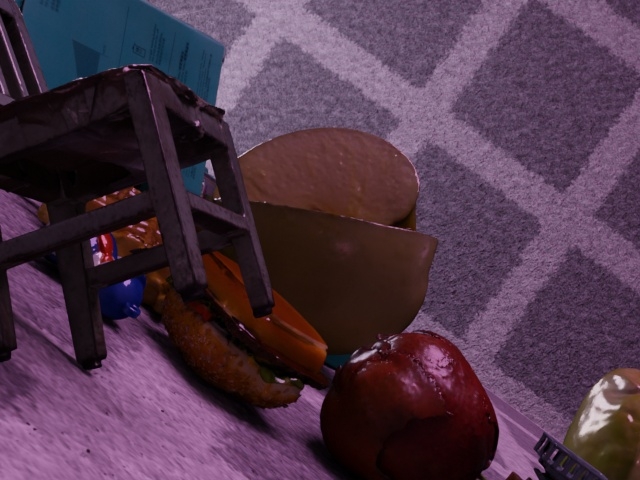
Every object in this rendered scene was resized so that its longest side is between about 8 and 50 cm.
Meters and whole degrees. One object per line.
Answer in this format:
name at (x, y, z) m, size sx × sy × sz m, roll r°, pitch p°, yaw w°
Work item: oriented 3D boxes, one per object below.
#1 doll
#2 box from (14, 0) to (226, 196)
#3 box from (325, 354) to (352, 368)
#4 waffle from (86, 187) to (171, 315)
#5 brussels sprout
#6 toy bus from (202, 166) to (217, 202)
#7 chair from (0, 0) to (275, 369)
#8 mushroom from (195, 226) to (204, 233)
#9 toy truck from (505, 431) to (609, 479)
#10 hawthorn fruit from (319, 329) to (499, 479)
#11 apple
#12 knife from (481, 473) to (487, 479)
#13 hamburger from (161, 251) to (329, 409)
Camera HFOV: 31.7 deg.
doll at (-0.185, 0.019, 0.916) m, size 0.143 × 0.057 × 0.099 m, roll 45°, pitch 10°, yaw 37°
box at (-0.260, -0.180, 1.280) m, size 0.118 × 0.205 × 0.311 m, roll -4°, pitch -16°, yaw 38°
box at (0.011, 0.135, 1.565) m, size 0.161 × 0.042 × 0.226 m, roll 38°, pitch 3°, yaw 43°
waffle at (-0.169, 0.013, 1.136) m, size 0.293 × 0.069 × 0.260 m, roll 38°, pitch 7°, yaw 28°
brussels sprout at (0.421, 0.315, 1.441) m, size 0.227 × 0.294 × 0.259 m, roll 8°, pitch 13°, yaw 24°
toy bus at (-0.264, -0.109, 1.727) m, size 0.091 × 0.109 × 0.262 m, roll 30°, pitch -3°, yaw 42°
chair at (-0.140, -0.068, 0.688) m, size 0.136 × 0.147 × 0.270 m, roll 29°, pitch 44°, yaw -71°
mushroom at (-0.166, -0.018, 1.691) m, size 0.094 × 0.072 × 0.210 m, roll 35°, pitch 5°, yaw 20°
toy truck at (0.268, 0.297, 1.163) m, size 0.178 × 0.115 × 0.080 m, roll 37°, pitch 2°, yaw -4°
hawthorn fruit at (0.085, 0.161, 0.975) m, size 0.172 × 0.148 × 0.148 m, roll 48°, pitch 3°, yaw 4°
apple at (-0.001, 0.015, 1.368) m, size 0.258 × 0.233 × 0.295 m, roll -1°, pitch 28°, yaw -6°
knife at (0.220, 0.306, 1.389) m, size 0.166 × 0.022 × 0.078 m, roll 36°, pitch -5°, yaw -42°
hamburger at (-0.066, 0.082, 0.945) m, size 0.137 × 0.087 × 0.166 m, roll 35°, pitch 4°, yaw -38°
